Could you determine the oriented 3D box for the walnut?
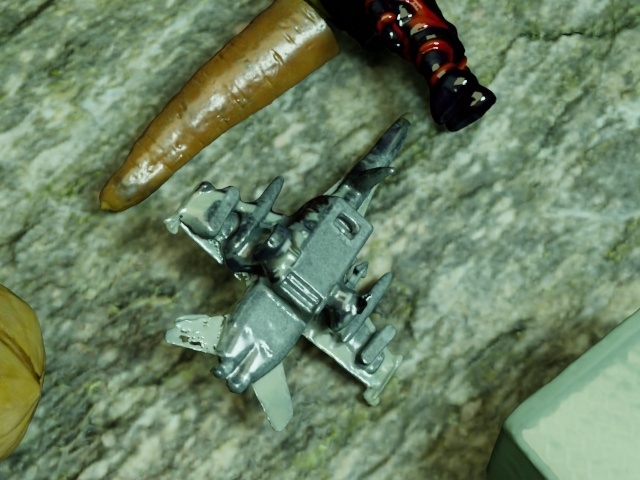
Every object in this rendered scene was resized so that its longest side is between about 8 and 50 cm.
[{"bbox_3d":[-0.263,0.083,0.858,0.180,0.144,0.144,-2,68,5],"label":"walnut"}]

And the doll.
[{"bbox_3d":[0.031,-0.186,0.970,0.088,0.127,0.248,-34,79,-11],"label":"doll"}]

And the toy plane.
[{"bbox_3d":[0.005,-0.002,0.910,0.192,0.088,0.262,41,69,-12],"label":"toy plane"}]

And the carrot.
[{"bbox_3d":[-0.082,-0.093,0.970,0.210,0.061,0.061,-42,73,-11],"label":"carrot"}]

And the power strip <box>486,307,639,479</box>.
[{"bbox_3d":[0.186,0.147,0.815,0.224,0.140,0.139,-37,73,-13],"label":"power strip"}]
